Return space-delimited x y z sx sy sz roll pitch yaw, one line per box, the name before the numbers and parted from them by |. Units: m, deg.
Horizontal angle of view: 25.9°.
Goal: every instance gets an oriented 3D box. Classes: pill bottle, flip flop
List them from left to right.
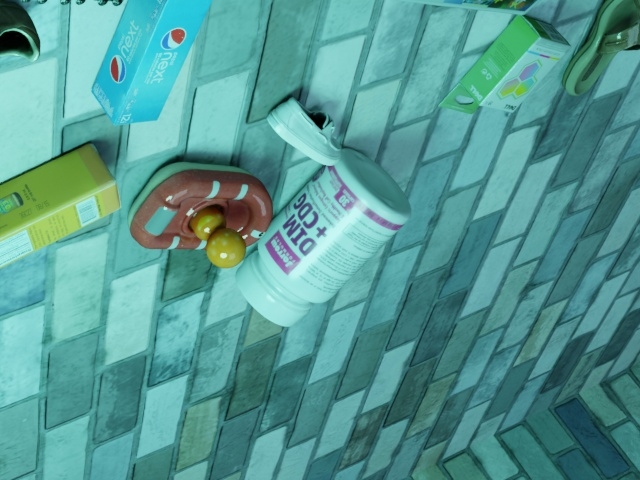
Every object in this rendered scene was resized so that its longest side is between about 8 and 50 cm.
pill bottle | 0.000 0.000 2.277 0.283 0.160 0.160 -47 151 20
flip flop | 0.513 -0.344 2.402 0.112 0.080 0.277 -11 144 -39

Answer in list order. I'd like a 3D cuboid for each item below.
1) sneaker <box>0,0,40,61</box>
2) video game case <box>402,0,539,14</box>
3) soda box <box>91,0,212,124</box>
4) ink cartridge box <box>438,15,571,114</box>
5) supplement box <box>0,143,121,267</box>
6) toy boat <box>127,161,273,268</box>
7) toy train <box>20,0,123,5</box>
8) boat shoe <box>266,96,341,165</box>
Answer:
sneaker | -0.393 -0.233 1.546 0.188 0.071 0.066 -7 142 -44
video game case | 0.290 -0.434 1.988 0.329 0.036 0.300 -4 152 -46
soda box | -0.212 -0.244 1.743 0.071 0.067 0.210 -11 144 -41
ink cartridge box | 0.304 -0.271 2.300 0.109 0.062 0.209 4 134 -52
supplement box | -0.388 -0.037 1.863 0.233 0.078 0.080 -26 155 -17
toy boat | -0.161 -0.021 2.067 0.231 0.151 0.151 1 136 -49
toy train | -0.290 -0.293 1.618 0.158 0.027 0.036 -7 138 -44
boat shoe | -0.011 -0.169 2.110 0.063 0.066 0.184 -42 143 14
